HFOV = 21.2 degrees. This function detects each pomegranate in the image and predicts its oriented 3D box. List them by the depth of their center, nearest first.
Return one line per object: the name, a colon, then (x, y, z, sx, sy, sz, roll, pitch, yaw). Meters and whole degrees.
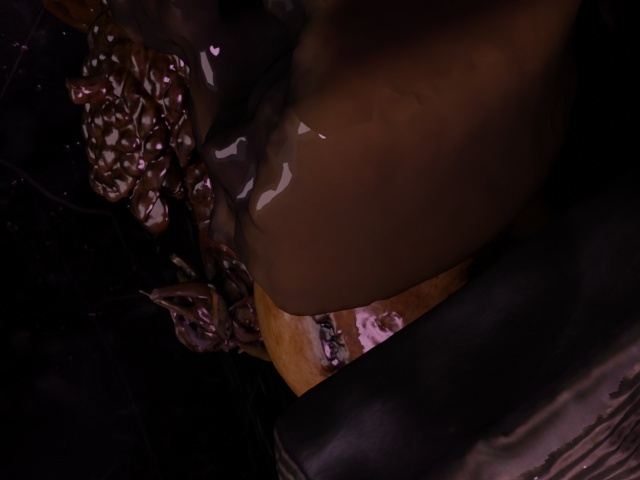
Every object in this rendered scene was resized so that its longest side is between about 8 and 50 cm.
pomegranate: (0.075, 0.036, 1.363, 0.260, 0.260, 0.260, 162, 90, -78)

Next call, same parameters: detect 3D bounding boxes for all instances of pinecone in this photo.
pinecone: (-0.088, -0.134, 1.428, 0.243, 0.257, 0.243, 28, 136, 32)

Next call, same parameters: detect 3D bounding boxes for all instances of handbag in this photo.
handbag: (0.165, 0.136, 0.984, 0.240, 0.340, 0.247, 57, 174, -14)

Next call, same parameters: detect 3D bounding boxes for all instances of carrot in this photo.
carrot: (0.000, 0.000, 1.585, 0.214, 0.331, 0.193, 44, 164, 31)

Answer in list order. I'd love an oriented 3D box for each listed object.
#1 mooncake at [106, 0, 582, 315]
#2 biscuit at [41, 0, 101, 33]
mooncake: (-0.018, -0.159, 1.153, 0.246, 0.393, 0.394, 89, -165, -56)
biscuit: (-0.088, -0.223, 1.641, 0.367, 0.314, 0.063, -4, 74, 50)
